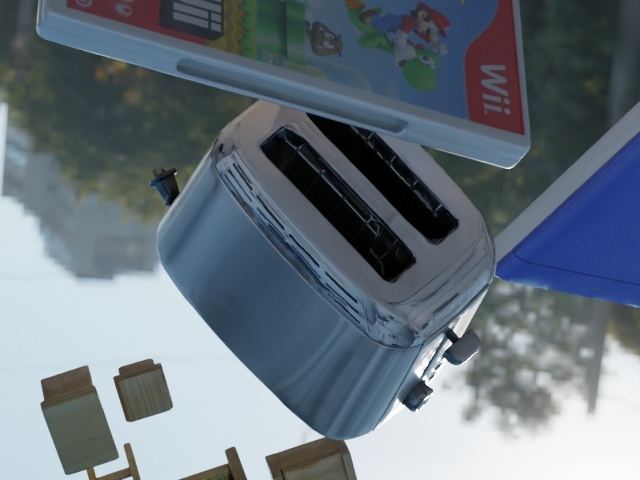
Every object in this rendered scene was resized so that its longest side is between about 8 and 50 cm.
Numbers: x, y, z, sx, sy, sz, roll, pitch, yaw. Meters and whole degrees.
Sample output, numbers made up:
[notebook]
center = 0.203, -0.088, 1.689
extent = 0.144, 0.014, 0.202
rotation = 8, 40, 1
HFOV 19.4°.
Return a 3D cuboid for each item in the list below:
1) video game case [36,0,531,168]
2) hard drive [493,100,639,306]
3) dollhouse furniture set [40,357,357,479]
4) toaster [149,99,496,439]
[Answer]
[video game case]
center = -0.015, -0.162, 1.056
extent = 0.285, 0.204, 0.025
rotation = 14, 144, -22
[hard drive]
center = 0.311, -0.055, 1.521
extent = 0.210, 0.319, 0.040
rotation = 11, -131, -34
[dollhouse furniture set]
center = -0.070, 0.146, 1.208
extent = 0.181, 0.161, 0.101
rotation = -18, -152, -6
[toaster]
center = 0.000, 0.000, 1.121
extent = 0.227, 0.146, 0.129
rotation = 47, -124, 8
